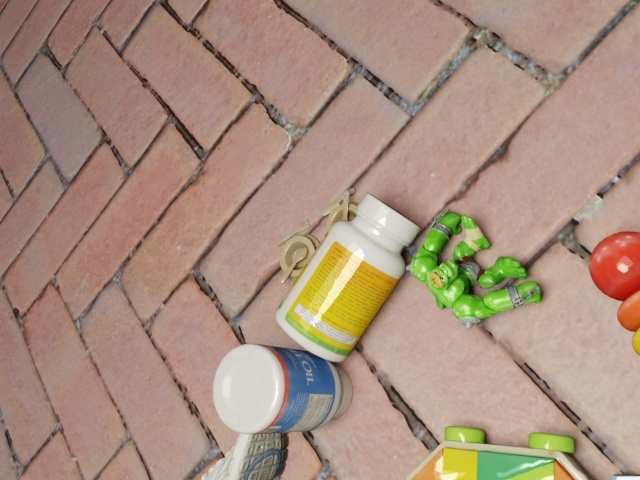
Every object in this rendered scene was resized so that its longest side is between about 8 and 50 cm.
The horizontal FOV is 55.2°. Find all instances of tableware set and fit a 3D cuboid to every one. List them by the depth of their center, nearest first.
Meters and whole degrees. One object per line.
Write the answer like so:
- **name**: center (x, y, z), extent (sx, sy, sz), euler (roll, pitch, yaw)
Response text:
- **tableware set**: center (0.000, 0.000, 1.067), extent (0.194, 0.039, 0.128), euler (-35, 61, 21)

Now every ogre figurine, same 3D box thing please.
- **ogre figurine**: center (0.211, 0.048, 0.888), extent (0.118, 0.097, 0.197), euler (-40, 73, -3)

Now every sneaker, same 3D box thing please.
- **sneaker**: center (-0.150, 0.409, 1.016), extent (0.129, 0.111, 0.297), euler (16, 85, 41)

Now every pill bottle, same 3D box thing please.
- **pill bottle**: center (-0.046, 0.225, 0.923), extent (0.124, 0.221, 0.124), euler (-9, 73, 31)
- **pill bottle**: center (0.048, 0.054, 0.960), extent (0.136, 0.136, 0.246), euler (39, 99, 34)

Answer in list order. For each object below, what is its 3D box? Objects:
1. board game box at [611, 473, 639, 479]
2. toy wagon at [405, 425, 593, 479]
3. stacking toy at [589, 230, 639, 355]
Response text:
- **board game box**: center (0.407, 0.354, 0.710), extent (0.103, 0.026, 0.154), euler (-12, 71, 31)
- **toy wagon**: center (0.200, 0.383, 0.797), extent (0.344, 0.068, 0.267), euler (-7, 68, 35)
- **stacking toy**: center (0.428, 0.128, 0.709), extent (0.141, 0.141, 0.330), euler (-33, 55, 22)
